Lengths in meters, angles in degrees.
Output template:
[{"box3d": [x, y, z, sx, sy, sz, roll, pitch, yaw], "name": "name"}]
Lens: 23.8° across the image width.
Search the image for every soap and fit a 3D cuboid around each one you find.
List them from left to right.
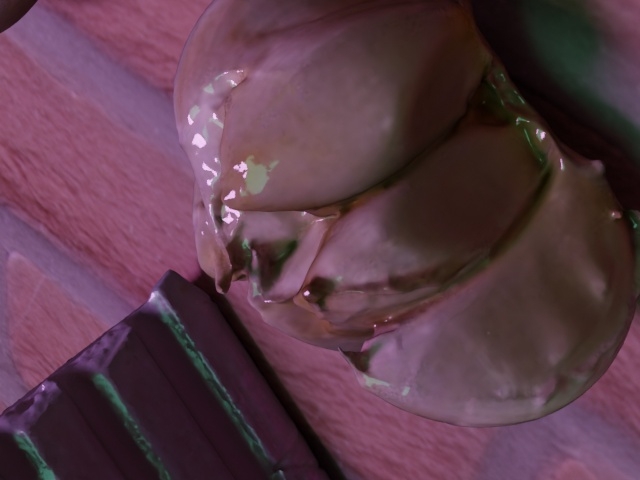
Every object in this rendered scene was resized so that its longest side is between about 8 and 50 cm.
[{"box3d": [-0.131, 0.218, 1.148, 0.302, 0.258, 0.159, 55, 142, -6], "name": "soap"}]

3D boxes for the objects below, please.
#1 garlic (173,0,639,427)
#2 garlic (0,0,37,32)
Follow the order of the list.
[{"box3d": [0.026, -0.021, 0.838, 0.281, 0.203, 0.185, 54, 162, -10], "name": "garlic"}, {"box3d": [-0.263, -0.216, 1.043, 0.318, 0.112, 0.143, 24, 125, 42], "name": "garlic"}]
